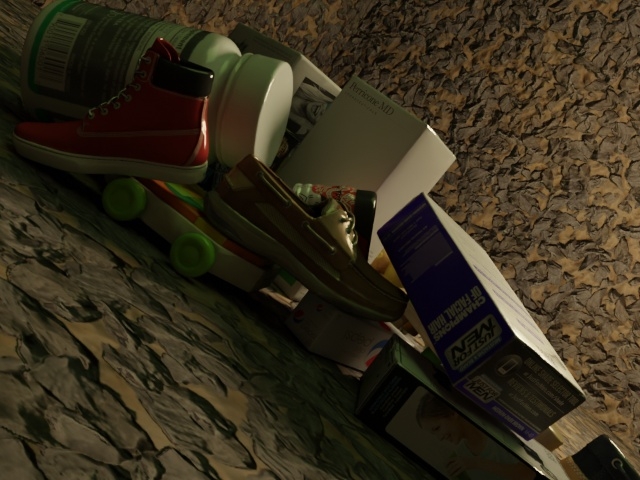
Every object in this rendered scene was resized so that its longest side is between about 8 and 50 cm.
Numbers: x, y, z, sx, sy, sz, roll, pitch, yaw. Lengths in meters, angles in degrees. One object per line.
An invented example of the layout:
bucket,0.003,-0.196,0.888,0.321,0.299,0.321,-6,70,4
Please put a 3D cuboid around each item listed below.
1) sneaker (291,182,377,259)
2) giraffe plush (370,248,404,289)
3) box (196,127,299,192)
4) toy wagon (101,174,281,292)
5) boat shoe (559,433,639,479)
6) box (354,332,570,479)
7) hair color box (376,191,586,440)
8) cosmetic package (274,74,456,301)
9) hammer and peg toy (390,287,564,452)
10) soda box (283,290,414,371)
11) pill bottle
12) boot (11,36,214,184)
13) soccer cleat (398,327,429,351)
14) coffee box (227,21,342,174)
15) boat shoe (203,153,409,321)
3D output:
sneaker,0.000,0.032,1.113,0.145,0.270,0.090,10,33,6
giraffe plush,0.111,0.080,1.392,0.210,0.170,0.181,31,9,-41
box,-0.171,-0.142,1.238,0.175,0.220,0.051,33,10,-28
toy wagon,-0.213,-0.047,1.031,0.344,0.068,0.267,38,7,8
boat shoe,0.574,0.488,1.091,0.500,0.156,0.187,39,5,3
box,0.186,0.257,0.937,0.290,0.087,0.169,38,7,0
hair color box,0.215,0.096,1.015,0.185,0.110,0.339,38,16,-32
cosmetic package,0.039,-0.078,1.265,0.197,0.365,0.155,41,7,33
hammer and peg toy,0.267,0.236,1.282,0.361,0.127,0.266,52,11,15
soda box,0.048,0.142,1.063,0.216,0.074,0.069,30,9,-48
pill bottle,-0.238,-0.225,1.072,0.361,0.204,0.204,16,4,8
boot,-0.260,-0.173,0.895,0.244,0.176,0.088,5,25,-9
soccer cleat,0.302,0.217,1.495,0.331,0.143,0.116,30,-1,40
coffee box,-0.095,-0.197,1.499,0.334,0.338,0.337,33,8,-36
boat shoe,0.000,0.000,0.976,0.324,0.116,0.123,33,8,-16
